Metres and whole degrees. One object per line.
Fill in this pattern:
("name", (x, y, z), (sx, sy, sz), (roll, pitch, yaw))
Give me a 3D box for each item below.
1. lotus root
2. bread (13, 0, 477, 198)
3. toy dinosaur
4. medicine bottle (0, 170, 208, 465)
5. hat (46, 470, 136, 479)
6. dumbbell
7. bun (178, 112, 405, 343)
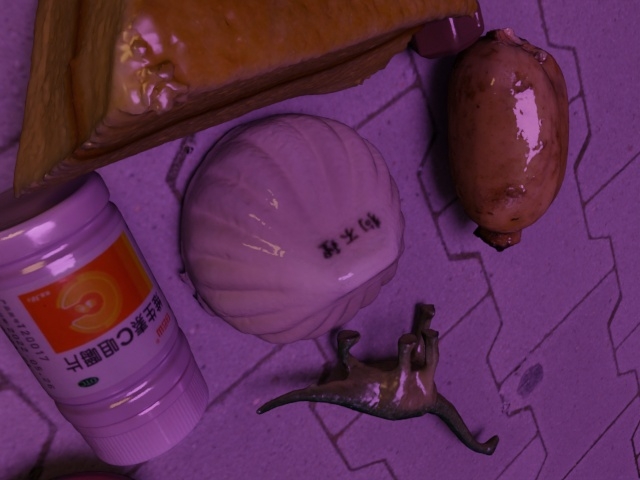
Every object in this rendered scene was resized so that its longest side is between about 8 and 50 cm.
("lotus root", (0.235, -0.120, 0.769), (0.160, 0.146, 0.284), (-18, 117, -29))
("bread", (-0.025, -0.145, 0.506), (0.362, 0.233, 0.244), (10, 74, -39))
("toy dinosaur", (0.106, 0.248, 0.852), (0.447, 0.087, 0.300), (-12, 118, -29))
("medicine bottle", (-0.205, 0.072, 0.546), (0.133, 0.133, 0.249), (-31, 120, -23))
("hat", (-0.258, 0.320, 0.616), (0.206, 0.089, 0.205), (-7, 106, -28))
("dumbbell", (0.114, -0.317, 0.665), (0.092, 0.082, 0.230), (-35, 121, -19))
("bun", (0.000, 0.000, 0.636), (0.263, 0.175, 0.263), (-11, 110, -33))
